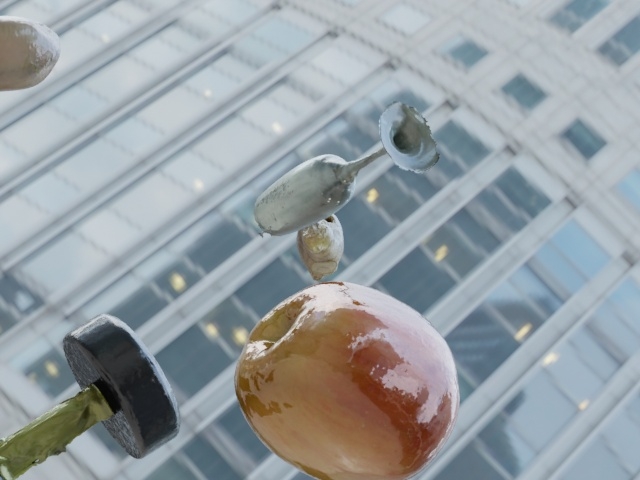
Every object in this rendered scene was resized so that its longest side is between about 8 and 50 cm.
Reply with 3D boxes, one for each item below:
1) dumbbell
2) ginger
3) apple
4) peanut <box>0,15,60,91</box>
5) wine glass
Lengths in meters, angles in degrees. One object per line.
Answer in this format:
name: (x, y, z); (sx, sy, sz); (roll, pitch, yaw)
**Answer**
dumbbell: (-0.368, 0.258, 1.998); (0.204, 0.322, 0.204); (47, -23, 28)
ginger: (0.000, -0.008, 2.072); (0.067, 0.096, 0.165); (3, -18, -1)
apple: (0.020, 0.123, 1.288); (0.199, 0.199, 0.199); (31, -39, 28)
peanut: (-0.325, -0.177, 1.435); (0.076, 0.152, 0.076); (170, -90, -76)
wine glass: (0.014, -0.060, 1.480); (0.074, 0.074, 0.262); (55, -36, -6)
